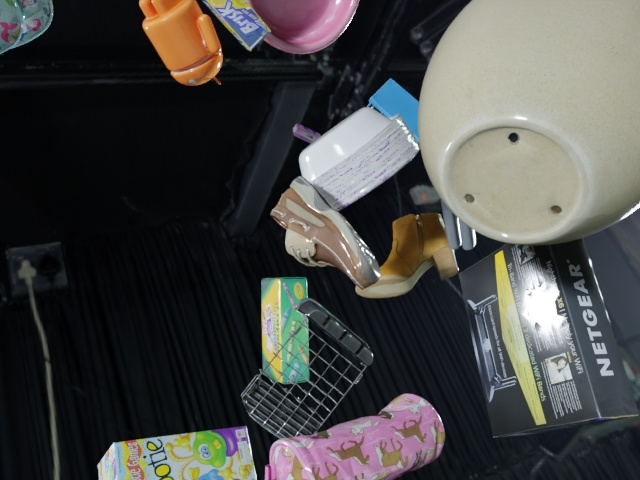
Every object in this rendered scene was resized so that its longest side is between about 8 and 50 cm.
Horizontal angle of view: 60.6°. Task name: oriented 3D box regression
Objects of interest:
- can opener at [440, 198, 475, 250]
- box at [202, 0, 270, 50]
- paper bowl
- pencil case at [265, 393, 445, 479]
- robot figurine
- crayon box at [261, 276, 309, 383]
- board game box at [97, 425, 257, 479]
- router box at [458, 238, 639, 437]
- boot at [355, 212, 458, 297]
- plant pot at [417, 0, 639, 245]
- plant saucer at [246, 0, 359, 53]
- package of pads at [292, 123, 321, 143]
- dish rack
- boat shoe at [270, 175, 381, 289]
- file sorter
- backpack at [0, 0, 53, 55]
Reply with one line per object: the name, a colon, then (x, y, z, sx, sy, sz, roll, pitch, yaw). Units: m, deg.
can opener: (0.324, -0.092, 1.343, 0.074, 0.280, 0.093, 5, 38, 35)
box: (-0.174, -0.445, 1.041, 0.059, 0.054, 0.169, -44, -61, 3)
paper bowl: (0.066, -0.186, 1.219, 0.284, 0.148, 0.284, -34, 11, 8)
pencil case: (0.078, 0.433, 1.121, 0.386, 0.160, 0.167, -5, -40, -39)
robot figurine: (-0.291, -0.429, 1.175, 0.158, 0.128, 0.219, -20, -51, 9)
crayon box: (-0.100, 0.242, 1.517, 0.081, 0.279, 0.165, 1, -5, -24)
board game box: (-0.288, 0.482, 1.108, 0.275, 0.144, 0.142, 4, -38, -33)
router box: (0.360, 0.156, 0.921, 0.081, 0.309, 0.243, 4, -25, -21)
boot: (0.223, 0.035, 1.531, 0.295, 0.211, 0.104, -15, -38, 1)
plant pot: (0.214, -0.104, 0.552, 0.191, 0.284, 0.284, -50, -2, -41)
plant saucer: (-0.053, -0.597, 1.230, 0.332, 0.084, 0.332, -18, -57, -31)
package of pads: (-0.040, -0.314, 1.625, 0.083, 0.050, 0.032, 21, -64, -19)
dish rack: (-0.030, 0.285, 1.163, 0.271, 0.208, 0.074, -51, 16, -9)
boat shoe: (0.000, 0.000, 1.004, 0.116, 0.324, 0.123, -41, -53, 1)
file sorter: (0.204, -0.323, 1.475, 0.118, 0.170, 0.104, -50, -1, -35)
backpack: (-0.614, -0.434, 0.959, 0.253, 0.191, 0.225, -31, -42, -16)
